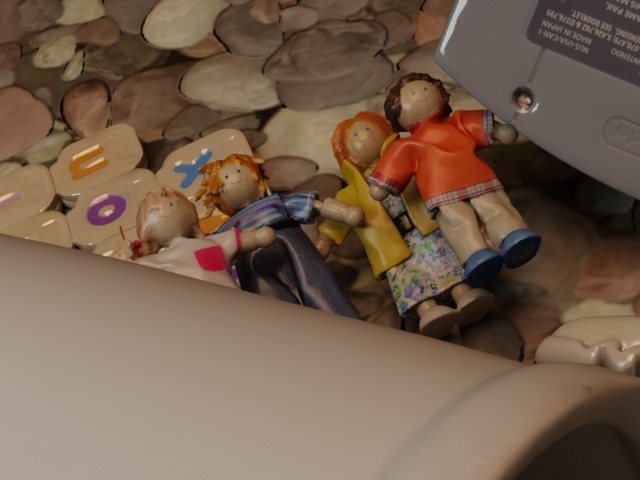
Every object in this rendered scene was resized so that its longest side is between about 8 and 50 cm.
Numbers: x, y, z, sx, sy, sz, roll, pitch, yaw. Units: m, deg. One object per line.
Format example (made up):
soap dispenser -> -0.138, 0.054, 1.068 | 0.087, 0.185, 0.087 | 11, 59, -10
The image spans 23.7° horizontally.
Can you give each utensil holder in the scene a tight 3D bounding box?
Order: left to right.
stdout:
utensil holder -> -0.075, 0.172, 0.663 | 0.385, 0.328, 0.328 | 14, 56, 33

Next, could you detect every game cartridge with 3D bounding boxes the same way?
game cartridge -> 0.224, -0.112, 0.864 | 0.294, 0.060, 0.196 | 25, 104, 10

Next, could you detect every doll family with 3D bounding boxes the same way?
doll family -> 0.000, 0.000, 0.936 | 0.263, 0.118, 0.163 | -24, 63, -7

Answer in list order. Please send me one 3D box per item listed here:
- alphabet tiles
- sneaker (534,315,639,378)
alphabet tiles -> -0.155, 0.032, 1.033 | 0.278, 0.021, 0.284 | -25, 45, -2
sneaker -> 0.257, 0.078, 0.777 | 0.292, 0.110, 0.118 | 8, 45, 18
